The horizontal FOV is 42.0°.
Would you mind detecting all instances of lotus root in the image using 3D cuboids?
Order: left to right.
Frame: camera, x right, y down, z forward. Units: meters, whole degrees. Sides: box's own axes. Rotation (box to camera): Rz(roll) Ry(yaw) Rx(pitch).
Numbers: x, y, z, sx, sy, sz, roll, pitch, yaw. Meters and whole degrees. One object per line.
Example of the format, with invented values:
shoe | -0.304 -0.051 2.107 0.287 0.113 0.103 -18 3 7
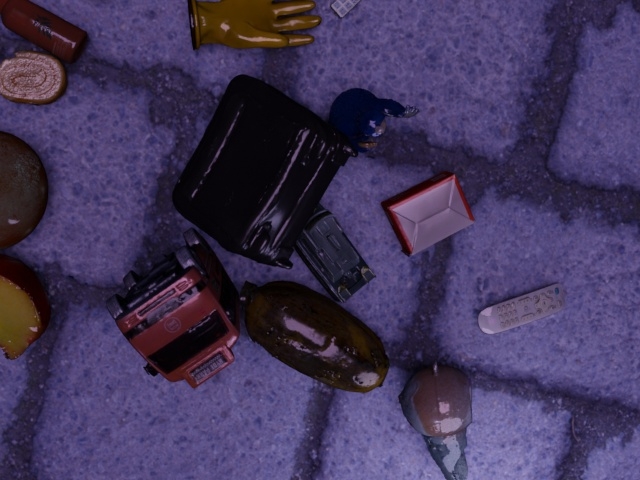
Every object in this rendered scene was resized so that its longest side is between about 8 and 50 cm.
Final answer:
lotus root | -0.013 0.216 1.906 0.397 0.196 0.179 30 88 -6

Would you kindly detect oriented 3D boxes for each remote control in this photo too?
remote control | 0.482 0.165 2.014 0.229 0.044 0.073 -18 101 -10

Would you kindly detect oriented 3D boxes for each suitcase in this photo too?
suitcase | -0.138 -0.152 1.797 0.339 0.188 0.345 36 101 36

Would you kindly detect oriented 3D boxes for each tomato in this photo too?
tomato | -0.729 -0.108 1.795 0.270 0.222 0.270 -1 100 -5

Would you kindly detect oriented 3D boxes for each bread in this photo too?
bread | -0.638 -0.361 1.849 0.149 0.073 0.122 5 91 -7

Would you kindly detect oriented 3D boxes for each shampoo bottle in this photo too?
shampoo bottle | -0.636 -0.478 1.825 0.244 0.085 0.085 26 94 -8

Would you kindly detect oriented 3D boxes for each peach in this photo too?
peach | -0.710 0.108 1.843 0.159 0.154 0.267 -38 117 3

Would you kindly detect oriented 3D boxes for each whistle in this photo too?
whistle | 0.283 0.435 1.978 0.189 0.189 0.347 -13 112 -3

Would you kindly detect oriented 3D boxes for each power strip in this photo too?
power strip | 0.064 -0.548 1.904 0.090 0.016 0.040 -43 98 2

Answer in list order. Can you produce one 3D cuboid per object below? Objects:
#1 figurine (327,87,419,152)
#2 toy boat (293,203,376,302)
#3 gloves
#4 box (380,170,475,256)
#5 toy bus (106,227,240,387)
figurine | 0.087 -0.271 1.825 0.164 0.262 0.120 -39 108 -14
toy boat | 0.002 0.001 1.915 0.114 0.122 0.296 -38 96 -24
gloves | -0.143 -0.496 1.860 0.294 0.116 0.133 -6 105 -10
box | 0.246 -0.065 1.939 0.182 0.099 0.133 -28 101 -2
toy bus | -0.289 0.136 1.757 0.203 0.427 0.233 -35 101 1
